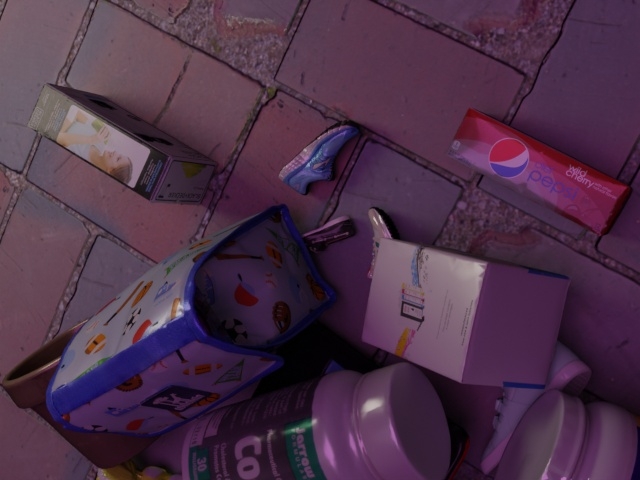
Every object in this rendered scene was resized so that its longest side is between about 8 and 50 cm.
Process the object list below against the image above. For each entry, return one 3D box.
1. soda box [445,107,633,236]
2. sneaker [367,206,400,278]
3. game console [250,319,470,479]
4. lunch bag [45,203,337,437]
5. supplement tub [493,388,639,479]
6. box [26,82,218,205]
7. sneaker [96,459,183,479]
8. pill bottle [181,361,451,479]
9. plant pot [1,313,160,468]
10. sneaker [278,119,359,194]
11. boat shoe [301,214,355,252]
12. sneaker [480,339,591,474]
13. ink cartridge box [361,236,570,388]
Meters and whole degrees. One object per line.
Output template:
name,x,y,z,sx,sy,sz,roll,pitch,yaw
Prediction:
soda box,0.326,-0.103,1.342,0.263,0.092,0.083,30,102,18
sneaker,0.100,0.027,1.460,0.075,0.057,0.161,-27,86,16
game console,0.016,0.353,1.439,0.387,0.060,0.341,33,101,37
lunch bag,-0.200,0.140,1.390,0.328,0.385,0.238,-32,90,26
supplement tub,0.422,0.363,1.207,0.331,0.241,0.241,27,103,0
box,-0.344,-0.167,1.575,0.290,0.169,0.087,31,101,19
sneaker,-0.298,0.482,1.648,0.240,0.091,0.126,25,132,9
pill bottle,-0.008,0.306,1.314,0.361,0.204,0.204,-23,84,28
plant pot,-0.387,0.270,1.591,0.263,0.263,0.229,-27,100,21
sneaker,0.009,-0.137,1.498,0.162,0.063,0.073,-40,96,24
boat shoe,0.000,0.000,1.508,0.125,0.046,0.038,-26,78,13
sneaker,0.298,0.237,1.387,0.151,0.094,0.255,53,128,38
ink cartridge box,0.204,0.102,1.308,0.233,0.171,0.168,16,96,56
